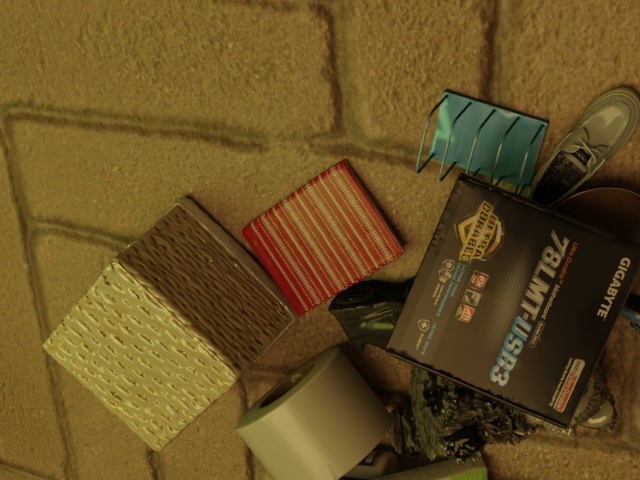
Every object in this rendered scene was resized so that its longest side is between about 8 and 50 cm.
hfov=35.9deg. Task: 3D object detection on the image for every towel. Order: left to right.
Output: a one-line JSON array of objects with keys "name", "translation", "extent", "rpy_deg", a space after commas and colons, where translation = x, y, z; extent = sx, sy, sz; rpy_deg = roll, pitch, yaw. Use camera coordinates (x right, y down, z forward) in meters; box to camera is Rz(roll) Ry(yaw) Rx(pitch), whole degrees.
[{"name": "towel", "translation": [0.000, 0.000, 1.767], "extent": [0.275, 0.031, 0.198], "rpy_deg": [-33, 93, 34]}]

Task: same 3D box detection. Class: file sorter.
[{"name": "file sorter", "translation": [0.245, -0.141, 1.526], "extent": [0.170, 0.104, 0.118], "rpy_deg": [20, 123, 16]}]

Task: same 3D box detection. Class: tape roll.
[{"name": "tape roll", "translation": [-0.012, 0.334, 1.823], "extent": [0.246, 0.246, 0.169], "rpy_deg": [-34, 94, 36]}]

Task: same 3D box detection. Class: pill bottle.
[{"name": "pill bottle", "translation": [0.054, 0.465, 1.949], "extent": [0.187, 0.112, 0.112], "rpy_deg": [1, 116, 27]}]

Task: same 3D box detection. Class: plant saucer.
[{"name": "plant saucer", "translation": [0.422, -0.027, 1.510], "extent": [0.169, 0.029, 0.168], "rpy_deg": [-1, 136, -1]}]

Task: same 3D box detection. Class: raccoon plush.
[{"name": "raccoon plush", "translation": [0.306, 0.260, 1.712], "extent": [0.299, 0.446, 0.216], "rpy_deg": [-2, 82, -11]}]

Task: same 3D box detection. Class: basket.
[{"name": "basket", "translation": [-0.278, 0.166, 1.860], "extent": [0.331, 0.266, 0.328], "rpy_deg": [43, 126, -3]}]

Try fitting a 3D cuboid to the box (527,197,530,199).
[{"name": "box", "translation": [0.307, -0.002, 1.572], "extent": [0.087, 0.101, 0.101], "rpy_deg": [-5, 114, 28]}]

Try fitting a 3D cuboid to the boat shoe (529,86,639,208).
[{"name": "boat shoe", "translation": [0.393, -0.127, 1.473], "extent": [0.079, 0.081, 0.227], "rpy_deg": [38, 127, 3]}]

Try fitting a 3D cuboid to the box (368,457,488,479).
[{"name": "box", "translation": [0.168, 0.543, 1.869], "extent": [0.322, 0.058, 0.232], "rpy_deg": [-12, 115, -3]}]

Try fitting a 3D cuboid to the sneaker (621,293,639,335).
[{"name": "sneaker", "translation": [0.523, 0.136, 1.570], "extent": [0.144, 0.053, 0.059], "rpy_deg": [32, 128, 9]}]

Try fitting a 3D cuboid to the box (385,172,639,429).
[{"name": "box", "translation": [0.285, 0.087, 1.463], "extent": [0.293, 0.073, 0.295], "rpy_deg": [24, 99, 6]}]

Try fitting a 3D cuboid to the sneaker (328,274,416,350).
[{"name": "sneaker", "translation": [0.156, 0.135, 1.735], "extent": [0.286, 0.109, 0.130], "rpy_deg": [-5, 120, 39]}]
